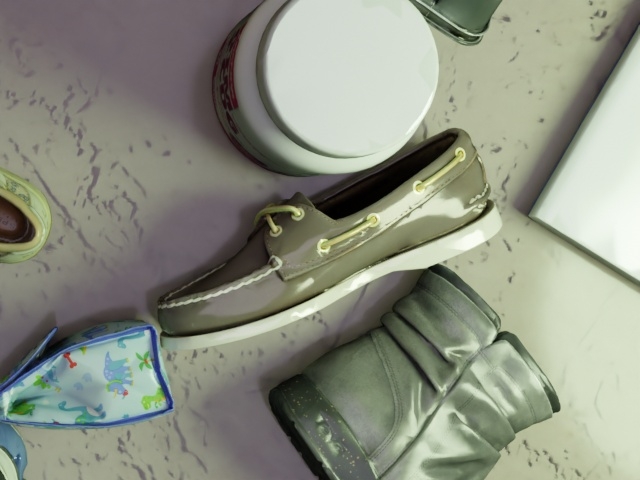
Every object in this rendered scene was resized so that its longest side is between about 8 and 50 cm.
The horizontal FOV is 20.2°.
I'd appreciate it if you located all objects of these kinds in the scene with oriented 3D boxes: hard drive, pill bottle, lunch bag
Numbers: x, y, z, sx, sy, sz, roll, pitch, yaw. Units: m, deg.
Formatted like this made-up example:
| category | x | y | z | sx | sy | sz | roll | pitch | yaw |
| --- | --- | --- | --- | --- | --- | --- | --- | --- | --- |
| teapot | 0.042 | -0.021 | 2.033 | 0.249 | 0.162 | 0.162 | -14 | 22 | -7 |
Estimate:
| category | x | y | z | sx | sy | sz | roll | pitch | yaw |
| --- | --- | --- | --- | --- | --- | --- | --- | --- | --- |
| hard drive | 0.359 | -0.105 | 1.655 | 0.210 | 0.040 | 0.318 | 31 | 86 | -8 |
| pill bottle | 0.002 | -0.133 | 1.475 | 0.160 | 0.283 | 0.160 | 0 | 91 | -9 |
| lunch bag | -0.208 | 0.119 | 1.526 | 0.151 | 0.129 | 0.096 | -15 | 90 | -8 |

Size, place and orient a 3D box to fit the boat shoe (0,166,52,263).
| category | x | y | z | sx | sy | sz | roll | pitch | yaw |
| --- | --- | --- | --- | --- | --- | --- | --- | --- | --- |
| boat shoe | -0.361 | -0.061 | 1.517 | 0.285 | 0.089 | 0.104 | 19 | 89 | -9 |

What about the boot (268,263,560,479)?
| category | x | y | z | sx | sy | sz | roll | pitch | yaw |
| --- | --- | --- | --- | --- | --- | --- | --- | --- | --- |
| boot | 0.130 | 0.205 | 1.594 | 0.223 | 0.118 | 0.338 | -34 | 101 | -12 |

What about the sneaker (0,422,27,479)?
| category | x | y | z | sx | sy | sz | roll | pitch | yaw |
| --- | --- | --- | --- | --- | --- | --- | --- | --- | --- |
| sneaker | -0.318 | 0.302 | 1.487 | 0.127 | 0.182 | 0.315 | 9 | 90 | -8 |

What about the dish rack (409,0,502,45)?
| category | x | y | z | sx | sy | sz | roll | pitch | yaw |
| --- | --- | --- | --- | --- | --- | --- | --- | --- | --- |
| dish rack | 0.090 | -0.306 | 1.534 | 0.208 | 0.271 | 0.074 | 34 | 130 | -10 |

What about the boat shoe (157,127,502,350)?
| category | x | y | z | sx | sy | sz | roll | pitch | yaw |
| --- | --- | --- | --- | --- | --- | --- | --- | --- | --- |
| boat shoe | 0.000 | 0.000 | 1.556 | 0.324 | 0.116 | 0.097 | -22 | 106 | -13 |
